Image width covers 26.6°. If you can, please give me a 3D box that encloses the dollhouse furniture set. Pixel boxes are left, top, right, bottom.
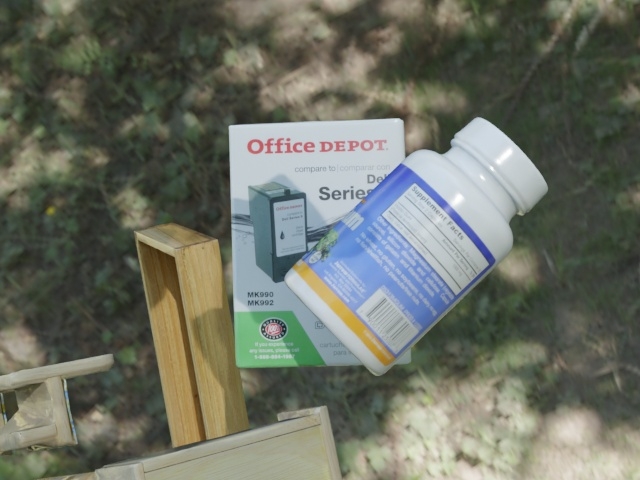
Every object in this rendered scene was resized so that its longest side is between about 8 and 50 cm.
[{"bbox_3d":[-0.195,0.298,1.445,0.394,0.256,0.362,-16,84,46],"label":"dollhouse furniture set"}]

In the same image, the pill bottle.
[{"bbox_3d":[0.106,0.001,1.442,0.272,0.152,0.152,-44,52,-2],"label":"pill bottle"}]

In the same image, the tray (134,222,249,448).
[{"bbox_3d":[-0.186,0.189,2.069,0.076,0.411,0.203,-13,13,-23],"label":"tray"}]

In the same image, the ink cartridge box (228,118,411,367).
[{"bbox_3d":[0.000,0.000,1.617,0.211,0.121,0.289,-2,93,3],"label":"ink cartridge box"}]
